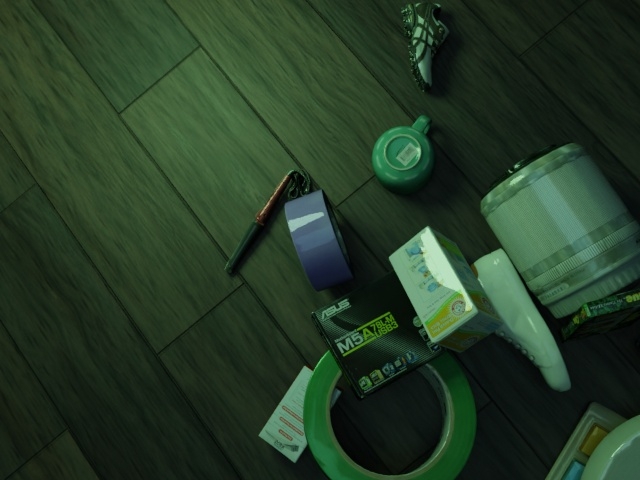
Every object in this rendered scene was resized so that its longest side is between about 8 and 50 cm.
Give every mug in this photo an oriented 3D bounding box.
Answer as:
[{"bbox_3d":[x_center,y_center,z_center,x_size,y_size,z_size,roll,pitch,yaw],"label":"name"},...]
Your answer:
[{"bbox_3d":[0.168,-0.180,1.289,0.129,0.097,0.158,-5,81,9],"label":"mug"}]

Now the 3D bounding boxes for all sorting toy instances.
[{"bbox_3d":[0.544,0.437,1.170,0.192,0.038,0.208,30,87,12],"label":"sorting toy"}]

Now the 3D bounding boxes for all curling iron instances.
[{"bbox_3d":[-0.116,-0.041,1.347,0.068,0.035,0.274,40,89,12],"label":"curling iron"}]

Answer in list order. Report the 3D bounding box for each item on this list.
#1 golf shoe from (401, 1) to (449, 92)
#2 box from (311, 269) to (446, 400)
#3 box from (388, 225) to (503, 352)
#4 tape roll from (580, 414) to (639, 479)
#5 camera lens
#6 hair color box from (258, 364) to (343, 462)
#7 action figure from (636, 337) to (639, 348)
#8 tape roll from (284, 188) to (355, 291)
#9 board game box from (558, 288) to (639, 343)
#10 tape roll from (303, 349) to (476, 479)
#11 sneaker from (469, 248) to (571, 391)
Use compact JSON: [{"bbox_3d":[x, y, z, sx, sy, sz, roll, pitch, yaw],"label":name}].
[{"bbox_3d":[0.227,-0.413,1.326,0.093,0.077,0.198,-8,82,8],"label":"golf shoe"},{"bbox_3d":[0.108,0.174,1.185,0.190,0.045,0.184,-26,71,-13],"label":"box"},{"bbox_3d":[0.233,0.093,1.184,0.103,0.114,0.203,-40,51,22],"label":"box"},{"bbox_3d":[0.652,0.488,1.101,0.391,0.072,0.393,0,89,5],"label":"tape roll"},{"bbox_3d":[0.445,-0.024,1.160,0.219,0.219,0.274,-30,78,4],"label":"camera lens"},{"bbox_3d":[-0.038,0.346,1.269,0.093,0.053,0.167,34,86,11],"label":"hair color box"},{"bbox_3d":[0.703,0.207,1.031,0.341,0.330,0.179,35,103,35],"label":"action figure"},{"bbox_3d":[0.000,0.000,1.245,0.080,0.189,0.189,-19,79,6],"label":"tape roll"},{"bbox_3d":[0.507,0.132,1.107,0.136,0.260,0.030,-18,69,6],"label":"board game box"},{"bbox_3d":[0.126,0.327,1.189,0.320,0.077,0.322,0,69,-1],"label":"tape roll"},{"bbox_3d":[0.366,0.168,1.212,0.123,0.106,0.290,-28,68,8],"label":"sneaker"}]
